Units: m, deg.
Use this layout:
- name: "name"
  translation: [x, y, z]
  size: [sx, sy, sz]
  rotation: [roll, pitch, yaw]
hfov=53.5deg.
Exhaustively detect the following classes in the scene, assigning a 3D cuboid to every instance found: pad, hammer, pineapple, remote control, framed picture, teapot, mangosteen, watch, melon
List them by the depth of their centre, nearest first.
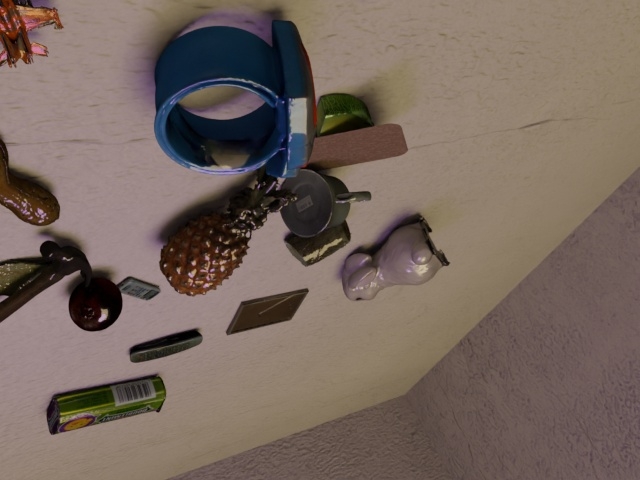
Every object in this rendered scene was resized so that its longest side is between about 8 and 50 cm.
- name: "watch"
  translation: [-0.152, -0.223, 1.130]
  size: [0.274, 0.242, 0.305]
  rotation: [-4, 145, -10]
- name: "hammer"
  translation: [-0.685, 0.148, 1.361]
  size: [0.439, 0.044, 0.168]
  rotation: [-33, 154, 6]
- name: "melon"
  translation: [0.058, -0.255, 1.417]
  size: [0.118, 0.064, 0.209]
  rotation: [-38, 150, 29]
- name: "pad"
  translation: [0.060, -0.205, 1.433]
  size: [0.265, 0.002, 0.176]
  rotation: [-9, 163, 12]
- name: "pineapple"
  translation: [-0.204, -0.019, 1.454]
  size: [0.361, 0.175, 0.175]
  rotation: [-35, 152, 12]
- name: "mangosteen"
  translation: [-0.523, 0.147, 1.497]
  size: [0.140, 0.140, 0.140]
  rotation: [-23, 152, -13]
- name: "teapot"
  translation: [0.014, -0.092, 1.545]
  size: [0.239, 0.163, 0.149]
  rotation: [-9, 177, 36]
- name: "remote control"
  translation: [-0.460, 0.125, 1.609]
  size: [0.053, 0.018, 0.124]
  rotation: [-34, 152, 11]
- name: "remote control"
  translation: [-0.463, 0.320, 1.913]
  size: [0.221, 0.042, 0.072]
  rotation: [-13, 149, -26]
- name: "framed picture"
  translation: [-0.172, 0.233, 2.070]
  size: [0.249, 0.016, 0.184]
  rotation: [-10, 147, -33]

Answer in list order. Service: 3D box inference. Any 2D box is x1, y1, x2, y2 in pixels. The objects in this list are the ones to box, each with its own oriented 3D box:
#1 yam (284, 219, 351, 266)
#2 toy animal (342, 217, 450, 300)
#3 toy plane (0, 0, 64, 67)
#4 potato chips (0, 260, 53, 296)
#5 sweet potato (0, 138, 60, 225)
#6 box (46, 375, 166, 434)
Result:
- name: "yam"
  translation: [0.000, 0.000, 1.751]
  size: [0.183, 0.107, 0.107]
  rotation: [-30, 153, -2]
- name: "toy animal"
  translation: [0.217, 0.085, 2.029]
  size: [0.357, 0.194, 0.257]
  rotation: [-29, 164, 16]
- name: "toy plane"
  translation: [-0.431, -0.319, 0.855]
  size: [0.135, 0.062, 0.188]
  rotation: [-21, 138, -16]
- name: "potato chips"
  translation: [-0.654, 0.086, 1.355]
  size: [0.209, 0.026, 0.142]
  rotation: [-25, 153, -12]
- name: "sweet potato"
  translation: [-0.541, -0.096, 1.118]
  size: [0.081, 0.062, 0.233]
  rotation: [-40, 151, -13]
- name: "box"
  translation: [-0.664, 0.518, 1.996]
  size: [0.345, 0.097, 0.134]
  rotation: [-3, 142, -41]
